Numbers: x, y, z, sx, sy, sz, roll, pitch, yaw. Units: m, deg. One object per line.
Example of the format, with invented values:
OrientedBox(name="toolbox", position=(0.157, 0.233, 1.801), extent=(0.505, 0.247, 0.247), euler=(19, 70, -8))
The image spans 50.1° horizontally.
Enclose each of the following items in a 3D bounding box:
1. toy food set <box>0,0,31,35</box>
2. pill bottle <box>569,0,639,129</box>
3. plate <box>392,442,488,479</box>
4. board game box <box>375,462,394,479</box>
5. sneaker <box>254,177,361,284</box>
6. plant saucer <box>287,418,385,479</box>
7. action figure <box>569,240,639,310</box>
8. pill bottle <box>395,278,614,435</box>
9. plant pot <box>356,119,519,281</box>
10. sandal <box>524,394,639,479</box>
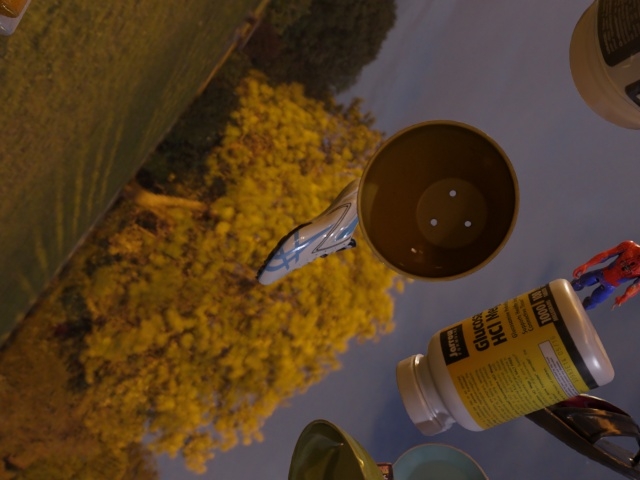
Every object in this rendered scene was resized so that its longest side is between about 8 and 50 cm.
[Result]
OrientedBox(name="toy food set", position=(-0.296, -0.245, 0.516), extent=(0.111, 0.232, 0.105), euler=(76, 37, -77))
OrientedBox(name="pill bottle", position=(0.293, -0.166, 0.472), extent=(0.162, 0.162, 0.278), euler=(-58, -177, -3))
OrientedBox(name="plate", position=(0.199, 0.434, 1.146), extent=(0.188, 0.188, 0.024), euler=(-56, 156, 8))
OrientedBox(name="board game box", position=(0.081, 0.442, 1.133), extent=(0.170, 0.048, 0.141), euler=(119, -32, -69))
OrientedBox(name="sneaker", position=(0.000, 0.000, 1.074), extent=(0.237, 0.086, 0.085), euler=(-38, -178, 3))
OrientedBox(name="plant saucer", position=(0.021, 0.283, 0.611), extent=(0.241, 0.037, 0.241), euler=(-177, -90, -69))
OrientedBox(name="action figure", position=(0.490, 0.088, 1.234), extent=(0.139, 0.092, 0.280), euler=(-23, 162, -31))
OrientedBox(name="pill bottle", position=(0.308, 0.214, 1.186), extent=(0.333, 0.188, 0.188), euler=(-28, -158, 18))
OrientedBox(name="plant pot", position=(0.110, -0.029, 0.604), extent=(0.134, 0.134, 0.095), euler=(-56, 160, 7))
OrientedBox(name="sandal", position=(0.526, 0.356, 1.377), extent=(0.107, 0.445, 0.167), euler=(-58, 178, 8))
